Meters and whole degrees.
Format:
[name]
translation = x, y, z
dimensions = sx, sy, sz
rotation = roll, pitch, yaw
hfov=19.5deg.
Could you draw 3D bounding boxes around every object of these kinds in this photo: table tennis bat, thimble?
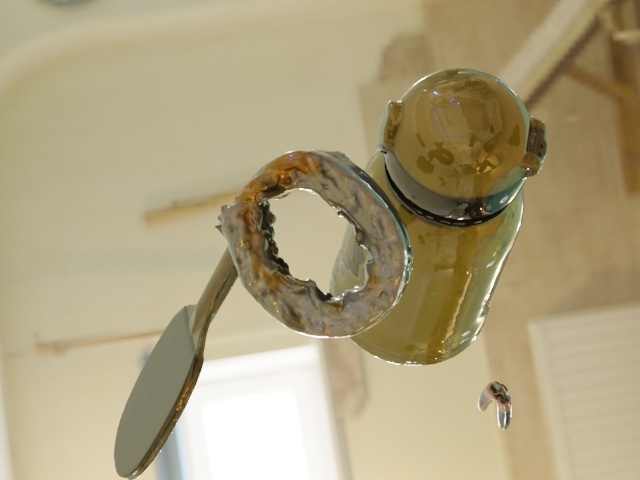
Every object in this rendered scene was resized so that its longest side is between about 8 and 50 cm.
[table tennis bat]
translation = -0.118, 0.093, 1.583
dimensions = 0.246, 0.022, 0.138
rotation = -60, 20, 16
[thimble]
translation = 0.000, 0.003, 1.468
dimensions = 0.151, 0.127, 0.118
rotation = 55, -175, 2

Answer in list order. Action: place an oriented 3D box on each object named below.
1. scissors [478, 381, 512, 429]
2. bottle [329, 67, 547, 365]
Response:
[scissors]
translation = 0.170, 0.155, 1.788
dimensions = 0.039, 0.012, 0.113
rotation = 42, 165, 14
[bottle]
translation = 0.115, -0.033, 1.839
dimensions = 0.351, 0.172, 0.171
rotation = 103, 161, -55
